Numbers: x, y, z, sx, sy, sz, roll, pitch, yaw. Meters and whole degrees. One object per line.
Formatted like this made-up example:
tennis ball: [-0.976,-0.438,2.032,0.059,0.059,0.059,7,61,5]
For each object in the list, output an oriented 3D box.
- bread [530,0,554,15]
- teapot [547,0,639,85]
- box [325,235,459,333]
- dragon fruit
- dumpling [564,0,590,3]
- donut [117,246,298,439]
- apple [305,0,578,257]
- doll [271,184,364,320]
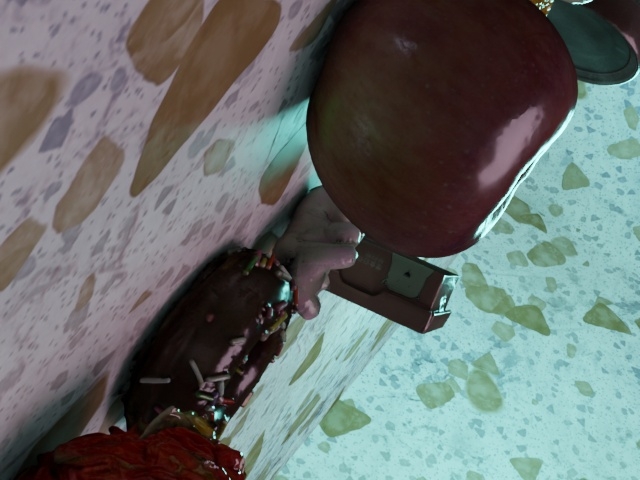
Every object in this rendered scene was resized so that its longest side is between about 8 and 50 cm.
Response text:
bread: [0.187,-0.272,1.373,0.167,0.132,0.294,-47,168,-37]
teapot: [0.440,-0.452,1.824,0.312,0.233,0.315,-60,143,-15]
box: [0.081,0.048,1.671,0.086,0.215,0.215,-66,167,3]
dragon fruit: [-0.196,0.318,1.121,0.342,0.277,0.277,-61,169,1]
dumpling: [0.214,-0.379,1.127,0.318,0.187,0.243,50,47,-63]
donut: [-0.120,0.131,1.328,0.270,0.103,0.270,-53,168,-17]
apple: [0.115,-0.131,1.206,0.306,0.235,0.306,-51,171,-12]
doll: [0.000,0.000,1.454,0.149,0.095,0.192,-59,-177,43]
